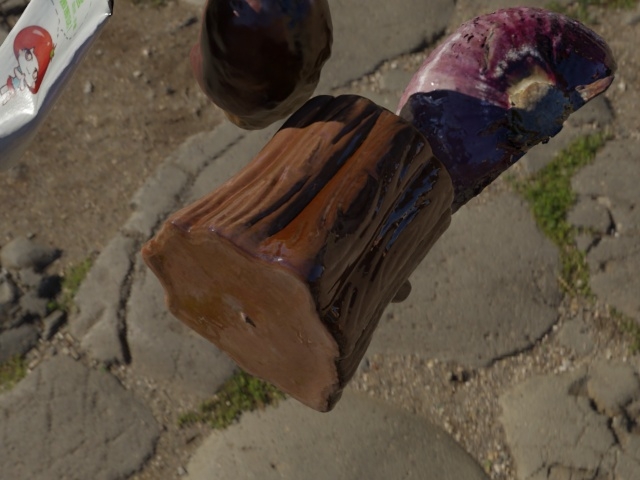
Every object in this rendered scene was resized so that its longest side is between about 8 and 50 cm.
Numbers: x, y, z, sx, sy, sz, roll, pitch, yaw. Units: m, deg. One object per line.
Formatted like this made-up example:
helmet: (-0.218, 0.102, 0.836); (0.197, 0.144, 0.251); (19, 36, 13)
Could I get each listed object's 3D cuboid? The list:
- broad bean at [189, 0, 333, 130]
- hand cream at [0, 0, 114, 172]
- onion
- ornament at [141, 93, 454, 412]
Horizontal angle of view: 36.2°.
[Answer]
broad bean: (-0.067, -0.196, 0.983); (0.122, 0.228, 0.156); (-30, 88, -26)
hand cream: (-0.283, -0.169, 0.961); (0.336, 0.076, 0.121); (-41, 57, 39)
onion: (0.186, -0.168, 1.170); (0.267, 0.349, 0.159); (-39, 93, -1)
ornament: (0.000, 0.000, 0.876); (0.217, 0.221, 0.235); (-49, 15, -31)
